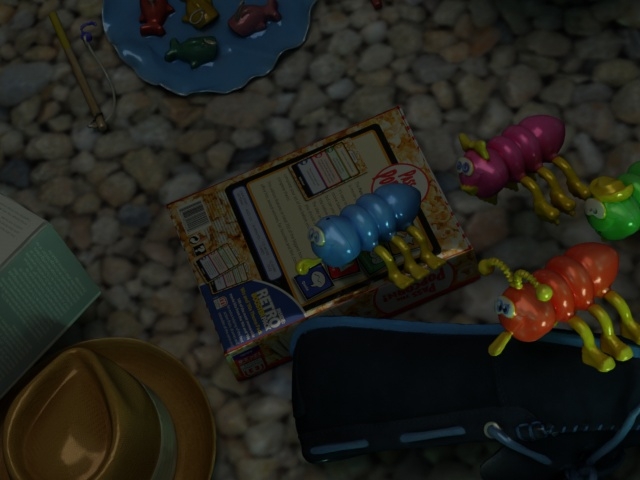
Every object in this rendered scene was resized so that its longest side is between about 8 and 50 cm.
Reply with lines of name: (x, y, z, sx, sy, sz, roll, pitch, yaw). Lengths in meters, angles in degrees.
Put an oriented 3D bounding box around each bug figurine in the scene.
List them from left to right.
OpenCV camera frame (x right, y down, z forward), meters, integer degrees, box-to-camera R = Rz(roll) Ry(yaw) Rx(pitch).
bug figurine: (0.124, -0.012, 1.164, 0.216, 0.072, 0.279, -32, 30, -27)

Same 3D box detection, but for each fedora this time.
fedora: (-0.167, 0.141, 1.248, 0.194, 0.079, 0.194, -6, 57, 10)

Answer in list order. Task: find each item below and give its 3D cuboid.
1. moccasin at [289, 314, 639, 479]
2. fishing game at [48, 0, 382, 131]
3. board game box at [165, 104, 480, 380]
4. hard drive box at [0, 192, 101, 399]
moccasin: (0.139, 0.115, 1.174, 0.342, 0.138, 0.116, 2, 85, 35)
fishing game: (-0.093, -0.204, 1.472, 0.264, 0.041, 0.189, -21, 59, -1)
board game box: (0.000, 0.000, 1.316, 0.193, 0.045, 0.146, -23, 56, -1)
hard drive box: (-0.308, 0.063, 1.303, 0.181, 0.089, 0.232, 28, 67, 41)
